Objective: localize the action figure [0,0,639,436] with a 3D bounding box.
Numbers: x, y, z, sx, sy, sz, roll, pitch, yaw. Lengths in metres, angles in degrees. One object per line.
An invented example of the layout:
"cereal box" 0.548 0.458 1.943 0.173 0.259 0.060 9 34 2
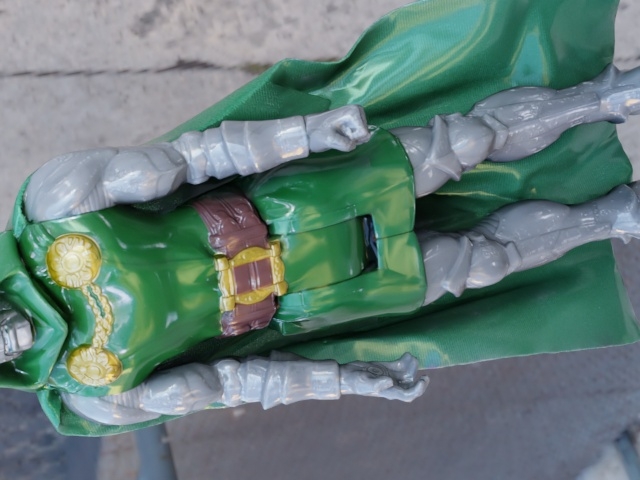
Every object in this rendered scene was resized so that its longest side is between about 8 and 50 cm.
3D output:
"action figure" 0.000 0.000 0.369 0.232 0.063 0.137 -16 106 -20
